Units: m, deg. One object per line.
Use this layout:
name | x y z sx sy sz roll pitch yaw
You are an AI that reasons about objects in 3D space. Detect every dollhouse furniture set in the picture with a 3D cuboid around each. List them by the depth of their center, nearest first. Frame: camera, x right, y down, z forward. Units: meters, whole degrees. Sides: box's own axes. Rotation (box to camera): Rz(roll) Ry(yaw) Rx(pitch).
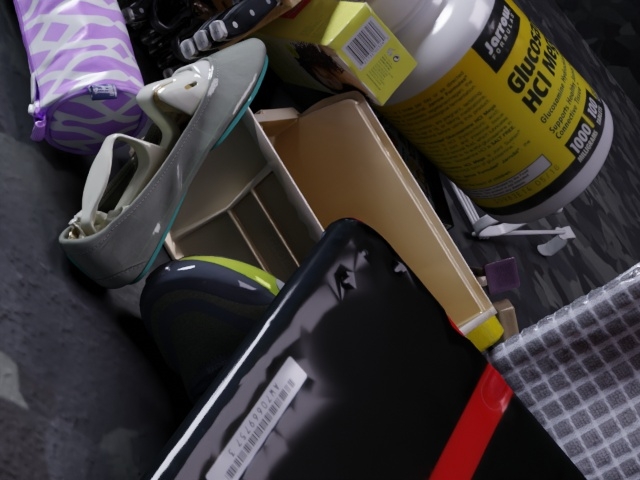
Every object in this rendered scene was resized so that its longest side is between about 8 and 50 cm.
dollhouse furniture set | 0.177 0.082 1.453 0.081 0.091 0.114 4 -72 68

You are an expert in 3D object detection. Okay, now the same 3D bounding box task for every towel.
towel | 0.239 0.173 1.092 0.121 0.284 0.235 6 53 -61

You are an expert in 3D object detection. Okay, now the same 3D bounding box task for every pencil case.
pencil case | -0.190 -0.157 0.926 0.086 0.088 0.206 105 -31 -55

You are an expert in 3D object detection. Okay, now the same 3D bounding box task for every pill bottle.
pill bottle | 0.157 -0.182 1.380 0.334 0.188 0.188 40 27 -29

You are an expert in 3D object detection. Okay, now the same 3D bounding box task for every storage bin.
storage bin | 0.000 0.000 1.044 0.260 0.123 0.262 59 22 5

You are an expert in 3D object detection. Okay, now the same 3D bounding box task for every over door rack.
over door rack | 0.254 -0.114 1.749 0.324 0.108 0.239 10 52 -62

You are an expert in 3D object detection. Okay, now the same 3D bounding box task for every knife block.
knife block | -0.051 -0.247 1.129 0.088 0.276 0.242 56 -7 -14

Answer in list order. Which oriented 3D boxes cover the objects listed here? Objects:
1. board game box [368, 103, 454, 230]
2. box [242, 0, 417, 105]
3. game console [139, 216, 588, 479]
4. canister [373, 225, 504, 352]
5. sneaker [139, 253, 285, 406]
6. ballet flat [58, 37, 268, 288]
board game box | 0.074 -0.136 1.435 0.136 0.030 0.259 21 45 -41
box | -0.002 -0.192 1.233 0.087 0.058 0.232 45 -8 -26
game console | 0.037 0.215 0.762 0.342 0.060 0.386 48 44 -12
canister | 0.101 0.034 1.234 0.170 0.073 0.126 57 -6 -5
sneaker | -0.024 0.142 0.829 0.300 0.111 0.121 54 26 -1
ballet flat | -0.107 -0.068 0.859 0.068 0.072 0.213 39 69 -30
